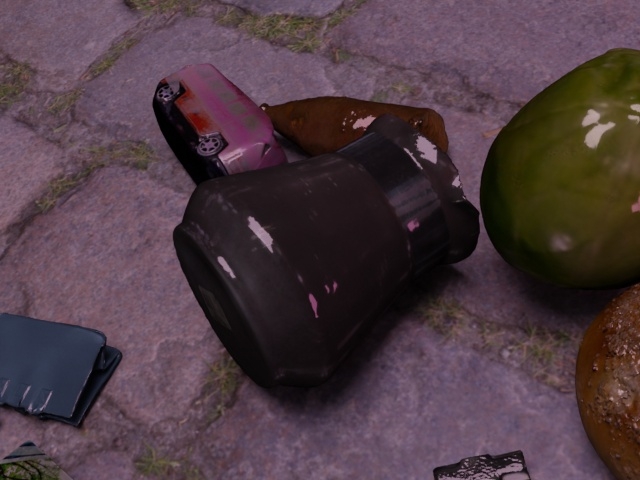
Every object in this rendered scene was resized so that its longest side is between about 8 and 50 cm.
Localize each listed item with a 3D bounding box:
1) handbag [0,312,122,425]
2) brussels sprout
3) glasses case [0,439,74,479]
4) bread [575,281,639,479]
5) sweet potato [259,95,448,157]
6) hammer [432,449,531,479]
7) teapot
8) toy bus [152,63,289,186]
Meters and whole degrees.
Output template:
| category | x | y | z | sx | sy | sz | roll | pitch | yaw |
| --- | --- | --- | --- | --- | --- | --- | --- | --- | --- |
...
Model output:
| category | x | y | z | sx | sy | sz | roll | pitch | yaw |
| --- | --- | --- | --- | --- | --- | --- | --- | --- | --- |
| handbag | -0.422 | 0.190 | 1.362 | 0.221 | 0.057 | 0.144 | 10 | 58 | 25 |
| brussels sprout | 0.359 | -0.081 | 1.173 | 0.344 | 0.344 | 0.268 | -41 | 79 | -18 |
| glasses case | -0.325 | 0.366 | 1.172 | 0.272 | 0.062 | 0.095 | 27 | 63 | 34 |
| bread | 0.437 | 0.159 | 1.038 | 0.305 | 0.159 | 0.306 | -9 | 48 | 9 |
| sweet potato | 0.031 | -0.175 | 1.481 | 0.336 | 0.131 | 0.131 | 10 | 55 | 26 |
| hammer | 0.212 | 0.404 | 0.987 | 0.111 | 0.043 | 0.366 | -13 | 50 | 5 |
| teapot | 0.000 | 0.000 | 1.264 | 0.361 | 0.306 | 0.376 | -29 | 18 | -19 |
| toy bus | -0.173 | -0.179 | 1.545 | 0.147 | 0.128 | 0.303 | -31 | 48 | -13 |
